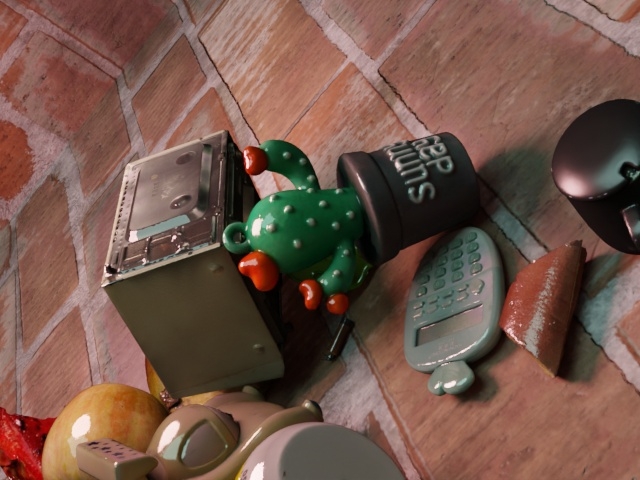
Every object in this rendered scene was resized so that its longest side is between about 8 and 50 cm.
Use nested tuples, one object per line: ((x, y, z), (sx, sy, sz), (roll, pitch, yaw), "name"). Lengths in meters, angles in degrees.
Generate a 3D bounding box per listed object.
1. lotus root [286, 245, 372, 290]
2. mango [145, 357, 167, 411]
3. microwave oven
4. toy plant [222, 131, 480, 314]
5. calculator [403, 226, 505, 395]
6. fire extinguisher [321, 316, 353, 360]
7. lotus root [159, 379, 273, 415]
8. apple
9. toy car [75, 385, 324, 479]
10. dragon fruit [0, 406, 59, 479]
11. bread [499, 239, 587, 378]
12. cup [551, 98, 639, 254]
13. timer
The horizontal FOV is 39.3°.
((0.000, 0.000, 1.630), (0.186, 0.186, 0.186), (-32, 41, 34), "lotus root")
((-0.301, 0.244, 1.852), (0.133, 0.111, 0.267), (-29, 48, 20), "mango")
((-0.200, 0.037, 1.629), (0.247, 0.333, 0.394), (-17, 35, 7), "microwave oven")
((0.039, -0.052, 1.409), (0.400, 0.279, 0.185), (-20, 8, -10), "toy plant")
((0.205, 0.106, 1.368), (0.184, 0.042, 0.295), (-27, 42, 38), "calculator")
((0.028, 0.173, 1.555), (0.028, 0.022, 0.083), (23, 82, 20), "fire extinguisher")
((-0.192, 0.282, 1.694), (0.259, 0.097, 0.110), (-19, 74, 30), "lotus root")
((-0.401, 0.406, 1.717), (0.257, 0.257, 0.233), (-37, 37, 29), "apple")
((-0.176, 0.336, 1.398), (0.336, 0.226, 0.242), (-33, 17, -31), "toy car")
((-0.592, 0.486, 1.851), (0.286, 0.329, 0.227), (-24, 52, 39), "dragon fruit")
((0.297, 0.094, 1.230), (0.119, 0.067, 0.192), (-9, 57, 49), "bread")
((0.399, -0.063, 1.129), (0.169, 0.177, 0.223), (-31, 41, 30), "cup")
((-0.022, 0.414, 1.237), (0.285, 0.285, 0.285), (-32, 41, 34), "timer")
